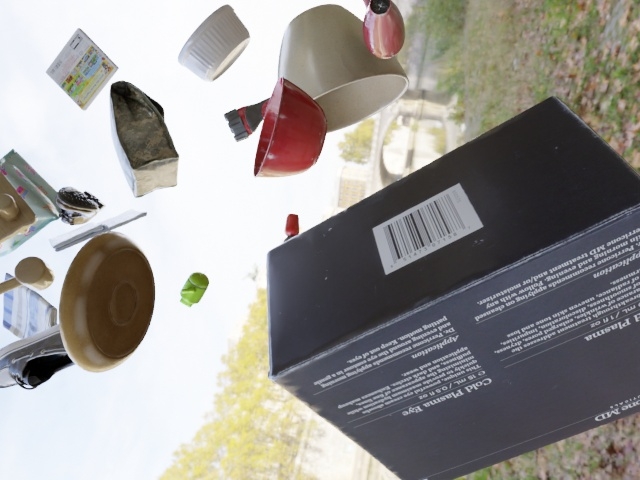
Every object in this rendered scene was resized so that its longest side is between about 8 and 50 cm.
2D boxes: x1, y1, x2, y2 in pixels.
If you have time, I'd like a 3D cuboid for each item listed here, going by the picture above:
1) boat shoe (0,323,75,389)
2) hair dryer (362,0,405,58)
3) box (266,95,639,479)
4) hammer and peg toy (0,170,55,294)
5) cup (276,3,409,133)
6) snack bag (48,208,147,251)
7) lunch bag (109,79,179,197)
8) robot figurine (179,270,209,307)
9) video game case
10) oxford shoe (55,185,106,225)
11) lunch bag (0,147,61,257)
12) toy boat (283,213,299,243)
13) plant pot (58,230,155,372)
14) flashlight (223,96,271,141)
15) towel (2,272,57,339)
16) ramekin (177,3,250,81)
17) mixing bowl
[{"bbox_3d":[-0.482,0.213,0.870,0.080,0.228,0.076,56,-165,-44],"label":"boat shoe"},{"bbox_3d":[0.084,-0.449,0.960,0.223,0.080,0.293,50,-166,-35],"label":"hair dryer"},{"bbox_3d":[0.167,0.086,0.554,0.312,0.343,0.179,51,-161,-36],"label":"box"},{"bbox_3d":[-0.700,-0.022,0.964,0.266,0.361,0.127,-37,-9,-24],"label":"hammer and peg toy"},{"bbox_3d":[0.026,-0.435,1.270,0.331,0.331,0.237,16,-125,-82],"label":"cup"},{"bbox_3d":[-0.828,-0.051,1.893,0.323,0.342,0.037,9,121,61],"label":"snack bag"},{"bbox_3d":[-0.541,-0.309,1.531,0.287,0.169,0.235,65,157,8],"label":"lunch bag"},{"bbox_3d":[-0.376,0.143,1.523,0.115,0.067,0.101,-58,1,14],"label":"robot figurine"},{"bbox_3d":[-0.910,-0.650,1.943,0.227,0.206,0.026,-43,3,16],"label":"video game case"},{"bbox_3d":[-0.609,-0.075,1.271,0.096,0.083,0.227,-49,3,-7],"label":"oxford shoe"},{"bbox_3d":[-0.902,-0.092,1.441,0.223,0.262,0.160,53,-171,-29],"label":"lunch bag"},{"bbox_3d":[0.000,0.000,1.913,0.267,0.318,0.148,-19,64,56],"label":"toy boat"},{"bbox_3d":[-0.340,0.103,0.853,0.236,0.032,0.236,3,-90,-76],"label":"plant pot"},{"bbox_3d":[-0.150,-0.415,1.610,0.103,0.304,0.103,-162,48,-86],"label":"flashlight"},{"bbox_3d":[-0.948,0.249,1.652,0.034,0.285,0.209,-17,-53,-56],"label":"towel"},{"bbox_3d":[-0.359,-0.672,1.771,0.273,0.127,0.273,-44,11,11],"label":"ramekin"},{"bbox_3d":[-0.048,-0.185,0.892,0.181,0.098,0.181,-167,90,-74],"label":"mixing bowl"}]
